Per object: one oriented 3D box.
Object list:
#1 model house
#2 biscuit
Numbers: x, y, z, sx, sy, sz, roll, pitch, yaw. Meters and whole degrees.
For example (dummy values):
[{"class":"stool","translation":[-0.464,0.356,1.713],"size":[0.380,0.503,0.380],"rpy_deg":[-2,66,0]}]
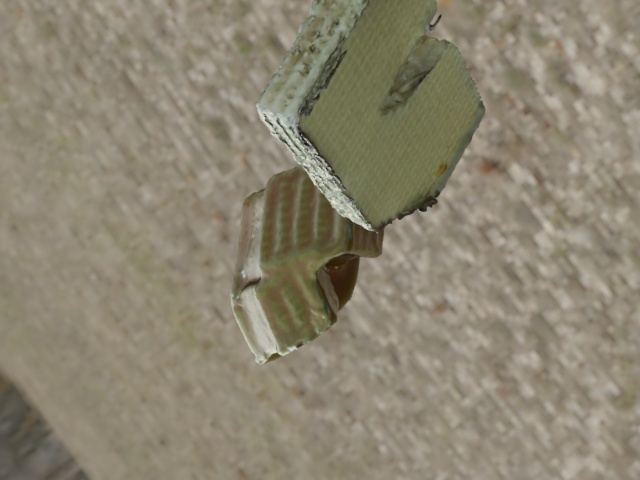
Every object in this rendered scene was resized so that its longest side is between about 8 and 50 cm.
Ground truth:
[{"class":"model house","translation":[0.004,0.011,1.980],"size":[0.239,0.173,0.268],"rpy_deg":[152,123,-67]},{"class":"biscuit","translation":[0.043,-0.093,1.111],"size":[0.046,0.147,0.250],"rpy_deg":[25,170,26]}]
